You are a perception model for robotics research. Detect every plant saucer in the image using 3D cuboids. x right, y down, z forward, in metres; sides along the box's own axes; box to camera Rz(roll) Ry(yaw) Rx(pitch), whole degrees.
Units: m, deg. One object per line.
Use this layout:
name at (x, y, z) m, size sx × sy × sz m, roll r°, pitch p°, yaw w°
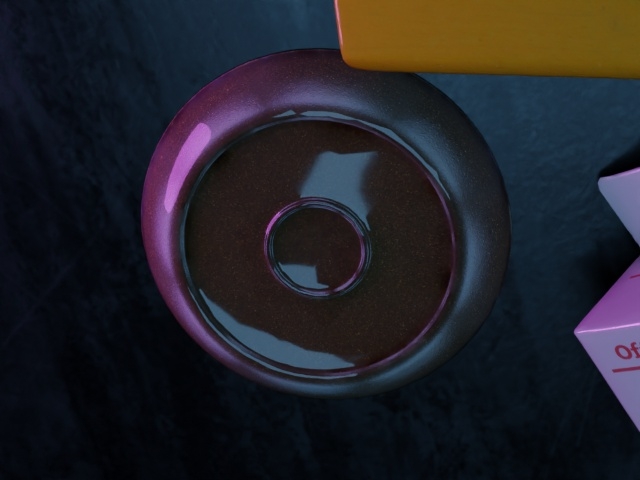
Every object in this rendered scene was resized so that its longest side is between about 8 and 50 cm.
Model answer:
plant saucer at (0.000, 0.000, 1.357) m, size 0.310 × 0.050 × 0.310 m, roll 3°, pitch 112°, yaw 7°

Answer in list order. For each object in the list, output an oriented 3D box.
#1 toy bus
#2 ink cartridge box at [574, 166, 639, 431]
toy bus at (0.182, -0.180, 1.178) m, size 0.332 × 0.130 × 0.108 m, roll 6°, pitch 113°, yaw 32°
ink cartridge box at (0.341, 0.104, 1.261) m, size 0.207 × 0.119 × 0.353 m, roll -18°, pitch 111°, yaw 53°
